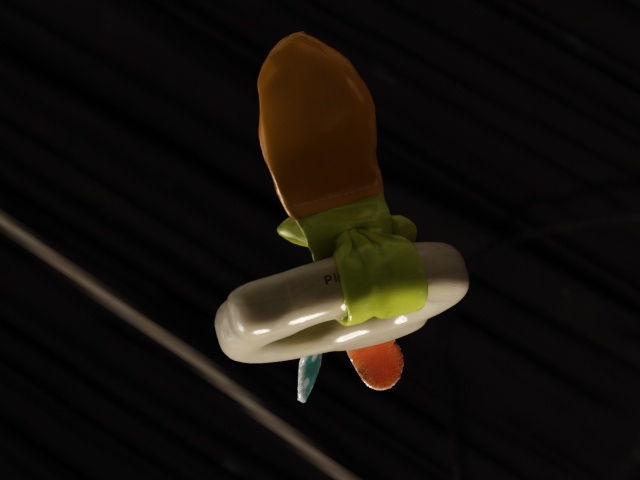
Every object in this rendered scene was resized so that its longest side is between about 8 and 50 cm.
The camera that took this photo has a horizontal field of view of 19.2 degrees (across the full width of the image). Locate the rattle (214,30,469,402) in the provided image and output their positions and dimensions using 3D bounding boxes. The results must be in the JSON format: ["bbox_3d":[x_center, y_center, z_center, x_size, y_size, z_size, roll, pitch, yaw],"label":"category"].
[{"bbox_3d":[0.000,0.000,0.958,0.130,0.142,0.200,-34,169,6],"label":"rattle"}]
